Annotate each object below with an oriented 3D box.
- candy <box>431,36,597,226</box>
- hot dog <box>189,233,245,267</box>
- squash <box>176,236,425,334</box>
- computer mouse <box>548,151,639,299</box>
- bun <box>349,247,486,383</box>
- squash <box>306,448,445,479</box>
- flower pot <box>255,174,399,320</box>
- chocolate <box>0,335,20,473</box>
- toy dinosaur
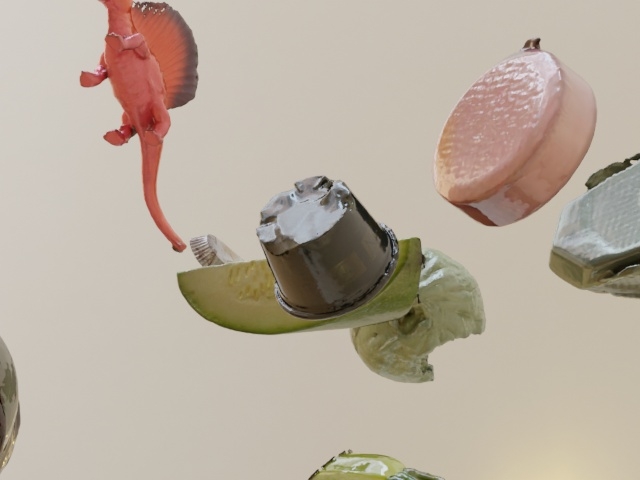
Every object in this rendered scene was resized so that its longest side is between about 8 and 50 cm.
[{"bbox_3d":[0.259,-0.144,1.862,0.094,0.255,0.255,33,17,-27],"label":"candy"},{"bbox_3d":[-0.148,0.058,2.302,0.192,0.053,0.099,41,18,-32],"label":"hot dog"},{"bbox_3d":[-0.027,0.068,1.857,0.203,0.288,0.111,147,-61,-67],"label":"squash"},{"bbox_3d":[0.537,-0.032,2.006,0.145,0.428,0.228,55,17,-35],"label":"computer mouse"},{"bbox_3d":[0.137,0.117,2.051,0.126,0.203,0.213,-21,127,-67],"label":"bun"},{"bbox_3d":[0.033,0.217,1.207,0.200,0.090,0.075,-32,-113,51],"label":"squash"},{"bbox_3d":[0.000,0.000,1.584,0.107,0.157,0.157,61,6,-40],"label":"flower pot"},{"bbox_3d":[-0.451,0.165,1.521,0.186,0.283,0.284,120,-39,-48],"label":"chocolate"},{"bbox_3d":[-0.160,-0.142,1.412,0.139,0.070,0.286,-51,131,-47],"label":"toy dinosaur"}]
